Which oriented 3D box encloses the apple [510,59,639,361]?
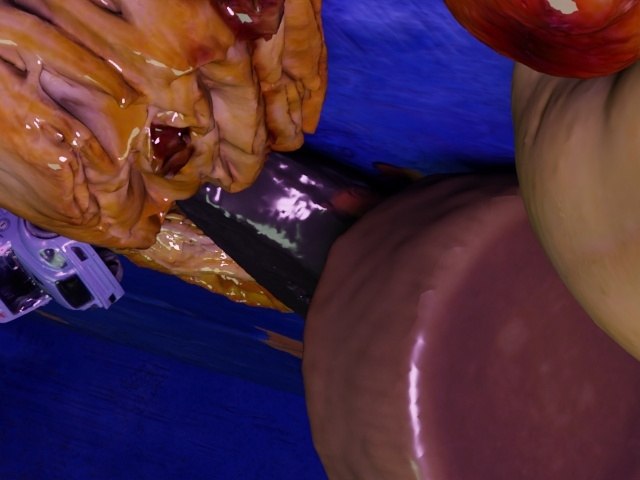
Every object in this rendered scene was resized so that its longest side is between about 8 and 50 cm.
[{"bbox_3d":[0.293,-0.028,0.802,0.360,0.311,0.320,25,-148,-17],"label":"apple"}]

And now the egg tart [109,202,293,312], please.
[{"bbox_3d":[-0.102,0.001,1.553,0.241,0.106,0.241,17,171,3],"label":"egg tart"}]

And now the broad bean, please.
[{"bbox_3d":[0.100,-0.121,0.690,0.114,0.084,0.165,52,172,5],"label":"broad bean"}]

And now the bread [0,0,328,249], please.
[{"bbox_3d":[-0.189,-0.122,0.912,0.370,0.191,0.314,20,170,9],"label":"bread"}]

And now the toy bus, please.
[{"bbox_3d":[-0.318,-0.023,1.501,0.292,0.133,0.125,40,167,32],"label":"toy bus"}]

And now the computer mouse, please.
[{"bbox_3d":[0.003,-0.004,1.326,0.183,0.116,0.323,14,160,37],"label":"computer mouse"}]

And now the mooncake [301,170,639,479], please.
[{"bbox_3d":[0.124,0.090,1.133,0.284,0.284,0.155,27,167,-32],"label":"mooncake"}]
